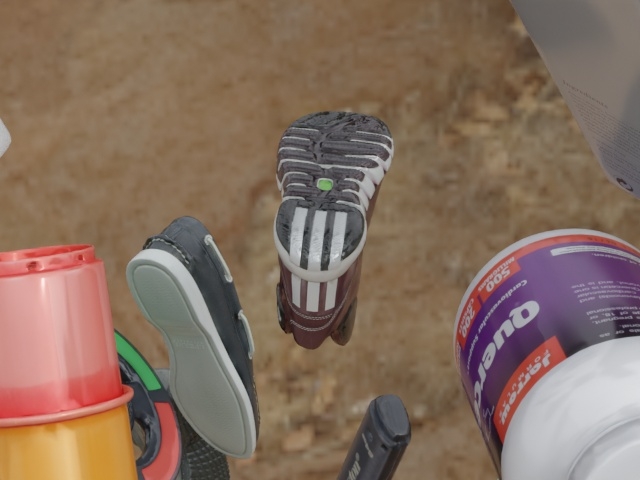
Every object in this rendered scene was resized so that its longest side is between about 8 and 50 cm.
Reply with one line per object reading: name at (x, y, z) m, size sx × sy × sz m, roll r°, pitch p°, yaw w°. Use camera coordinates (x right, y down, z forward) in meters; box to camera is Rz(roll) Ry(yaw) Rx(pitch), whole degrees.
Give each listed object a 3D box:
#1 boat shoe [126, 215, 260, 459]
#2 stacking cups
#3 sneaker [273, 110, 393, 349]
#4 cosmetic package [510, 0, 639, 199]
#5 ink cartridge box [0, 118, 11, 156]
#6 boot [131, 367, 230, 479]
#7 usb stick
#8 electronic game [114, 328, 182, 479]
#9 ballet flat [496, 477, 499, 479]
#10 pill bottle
boat shoe at (-0.118, 0.111, 1.974) m, size 0.114 × 0.303 × 0.091 m, roll 11°, pitch 44°, yaw 30°
stacking cups at (-0.109, 0.162, 0.751) m, size 0.096 × 0.316 × 0.096 m, roll -9°, pitch 6°, yaw 1°
sneaker at (0.000, 0.000, 1.668) m, size 0.106 × 0.163 × 0.281 m, roll 9°, pitch 32°, yaw 6°
cosmetic package at (0.251, -0.176, 1.151) m, size 0.156 × 0.385 × 0.217 m, roll 35°, pitch 83°, yaw 36°
ink cartridge box at (-0.300, -0.098, 0.789) m, size 0.119 × 0.353 × 0.207 m, roll 16°, pitch 59°, yaw 30°
boot at (-0.201, 0.251, 2.193) m, size 0.161 × 0.247 × 0.083 m, roll 11°, pitch 27°, yaw 34°
usb stick at (0.046, 0.284, 2.067) m, size 0.045 × 0.278 × 0.077 m, roll 2°, pitch 47°, yaw -19°
electronic game at (-0.228, 0.168, 1.838) m, size 0.048 × 0.229 × 0.229 m, roll -37°, pitch 29°, yaw 25°
ballet flat at (0.355, 0.187, 1.776) m, size 0.400 × 0.139 × 0.139 m, roll -39°, pitch 43°, yaw -1°
pill bottle at (0.205, 0.122, 1.283) m, size 0.181 × 0.182 × 0.323 m, roll -5°, pitch 20°, yaw -3°
